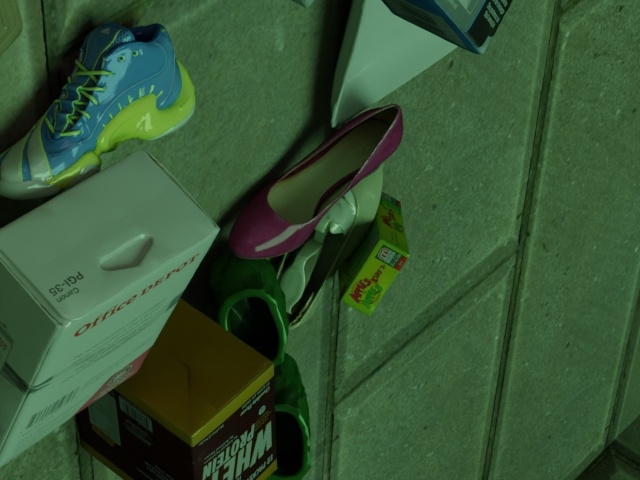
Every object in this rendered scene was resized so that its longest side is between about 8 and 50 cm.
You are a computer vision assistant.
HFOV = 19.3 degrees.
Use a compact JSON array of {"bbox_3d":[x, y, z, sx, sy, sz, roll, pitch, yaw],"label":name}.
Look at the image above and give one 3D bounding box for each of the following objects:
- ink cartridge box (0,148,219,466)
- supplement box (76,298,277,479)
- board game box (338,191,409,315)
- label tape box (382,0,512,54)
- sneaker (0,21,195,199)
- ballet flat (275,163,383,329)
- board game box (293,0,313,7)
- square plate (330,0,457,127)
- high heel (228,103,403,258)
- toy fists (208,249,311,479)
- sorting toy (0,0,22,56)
[{"bbox_3d":[-0.240,0.066,1.792,0.207,0.117,0.283,-34,165,-38],"label":"ink cartridge box"},{"bbox_3d":[-0.160,0.184,2.063,0.129,0.191,0.194,-41,150,-30],"label":"supplement box"},{"bbox_3d":[0.062,0.011,2.291,0.092,0.043,0.181,-58,-167,18],"label":"board game box"},{"bbox_3d":[0.149,-0.349,1.589,0.334,0.106,0.240,-62,161,1],"label":"label tape box"},{"bbox_3d":[-0.224,-0.133,1.764,0.240,0.091,0.126,-33,126,-38],"label":"sneaker"},{"bbox_3d":[0.000,0.000,2.248,0.086,0.086,0.248,-1,119,-59],"label":"ballet flat"},{"bbox_3d":[0.015,-0.413,1.828,0.303,0.097,0.224,-53,152,-12],"label":"board game box"},{"bbox_3d":[0.139,-0.331,2.137,0.347,0.049,0.344,-36,154,-36],"label":"square plate"},{"bbox_3d":[-0.003,-0.069,2.134,0.244,0.082,0.117,-30,163,-26],"label":"high heel"},{"bbox_3d":[-0.072,0.142,2.187,0.142,0.096,0.279,-92,170,-67],"label":"toy fists"},{"bbox_3d":[-0.353,-0.146,1.512,0.307,0.041,0.229,-55,160,-31],"label":"sorting toy"}]
